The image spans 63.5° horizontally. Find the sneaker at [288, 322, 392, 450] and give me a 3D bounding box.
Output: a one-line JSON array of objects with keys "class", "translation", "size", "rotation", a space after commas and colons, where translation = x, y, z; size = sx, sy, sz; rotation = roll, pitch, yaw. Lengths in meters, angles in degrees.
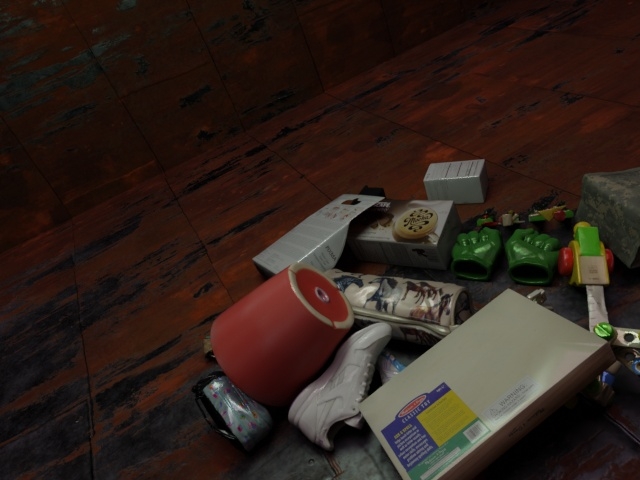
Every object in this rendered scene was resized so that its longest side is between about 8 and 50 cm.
[{"class": "sneaker", "translation": [0.073, 0.319, 1.136], "size": [0.152, 0.114, 0.305], "rotation": [38, 86, 31]}]

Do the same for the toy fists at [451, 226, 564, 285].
[{"class": "toy fists", "translation": [0.482, 0.030, 1.352], "size": [0.279, 0.096, 0.142], "rotation": [2, 38, 33]}]

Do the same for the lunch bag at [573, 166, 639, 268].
[{"class": "lunch bag", "translation": [0.806, -0.068, 1.230], "size": [0.287, 0.168, 0.235], "rotation": [-9, 32, -5]}]

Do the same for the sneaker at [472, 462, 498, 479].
[{"class": "sneaker", "translation": [0.238, 0.414, 0.941], "size": [0.135, 0.097, 0.276], "rotation": [12, 47, 37]}]

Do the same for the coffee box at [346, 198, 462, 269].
[{"class": "coffee box", "translation": [0.241, -0.024, 1.524], "size": [0.297, 0.118, 0.168], "rotation": [5, 53, 35]}]

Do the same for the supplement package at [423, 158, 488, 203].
[{"class": "supplement package", "translation": [0.441, -0.187, 1.674], "size": [0.179, 0.105, 0.105], "rotation": [0, 39, 29]}]

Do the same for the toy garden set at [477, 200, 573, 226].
[{"class": "toy garden set", "translation": [0.552, -0.074, 1.408], "size": [0.245, 0.049, 0.204], "rotation": [-5, 4, 22]}]

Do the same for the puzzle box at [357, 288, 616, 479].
[{"class": "puzzle box", "translation": [0.283, 0.270, 0.958], "size": [0.409, 0.052, 0.272], "rotation": [-37, 21, -4]}]

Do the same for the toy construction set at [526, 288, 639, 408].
[{"class": "toy construction set", "translation": [0.484, 0.208, 1.040], "size": [0.215, 0.151, 0.328], "rotation": [-55, 25, 2]}]

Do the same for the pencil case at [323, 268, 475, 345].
[{"class": "pencil case", "translation": [0.175, 0.169, 1.266], "size": [0.411, 0.159, 0.184], "rotation": [6, 24, 35]}]

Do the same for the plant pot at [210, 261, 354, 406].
[{"class": "plant pot", "translation": [-0.072, 0.199, 1.191], "size": [0.243, 0.275, 0.275], "rotation": [-46, 27, 21]}]

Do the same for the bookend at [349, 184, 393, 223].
[{"class": "bookend", "translation": [0.193, -0.114, 1.742], "size": [0.156, 0.072, 0.157], "rotation": [5, 41, 33]}]

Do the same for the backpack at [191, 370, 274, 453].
[{"class": "backpack", "translation": [-0.194, 0.391, 1.185], "size": [0.115, 0.152, 0.182], "rotation": [-43, 50, -14]}]

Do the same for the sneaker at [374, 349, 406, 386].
[{"class": "sneaker", "translation": [0.159, 0.313, 1.161], "size": [0.083, 0.071, 0.191], "rotation": [-42, 37, -18]}]

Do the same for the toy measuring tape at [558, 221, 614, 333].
[{"class": "toy measuring tape", "translation": [0.614, 0.108, 1.187], "size": [0.122, 0.121, 0.330], "rotation": [-5, 59, 24]}]

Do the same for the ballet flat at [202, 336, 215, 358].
[{"class": "ballet flat", "translation": [-0.233, 0.298, 1.422], "size": [0.206, 0.073, 0.067], "rotation": [-9, 63, 24]}]

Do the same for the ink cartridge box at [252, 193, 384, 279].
[{"class": "ink cartridge box", "translation": [0.000, 0.000, 1.578], "size": [0.385, 0.091, 0.308], "rotation": [-36, 18, -14]}]
